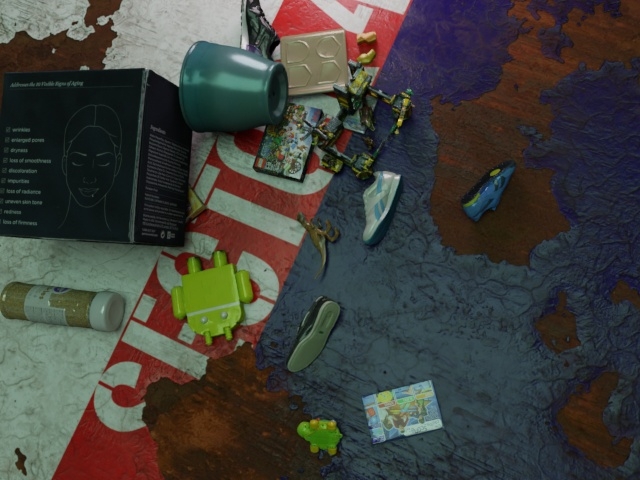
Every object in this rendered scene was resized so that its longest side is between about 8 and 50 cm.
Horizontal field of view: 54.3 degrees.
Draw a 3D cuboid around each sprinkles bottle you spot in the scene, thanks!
[{"bbox_3d":[-0.784,0.200,1.894,0.355,0.121,0.121,5,79,11],"label":"sprinkles bottle"}]

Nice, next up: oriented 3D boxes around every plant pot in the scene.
[{"bbox_3d":[-0.240,-0.443,1.853,0.255,0.271,0.272,9,80,16],"label":"plant pot"}]

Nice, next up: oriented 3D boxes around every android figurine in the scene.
[{"bbox_3d":[-0.320,0.170,1.855,0.248,0.056,0.273,-12,74,7],"label":"android figurine"}]

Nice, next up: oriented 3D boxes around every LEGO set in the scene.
[{"bbox_3d":[0.112,-0.356,1.810,0.255,0.192,0.331,40,87,15],"label":"LEGO set"}]

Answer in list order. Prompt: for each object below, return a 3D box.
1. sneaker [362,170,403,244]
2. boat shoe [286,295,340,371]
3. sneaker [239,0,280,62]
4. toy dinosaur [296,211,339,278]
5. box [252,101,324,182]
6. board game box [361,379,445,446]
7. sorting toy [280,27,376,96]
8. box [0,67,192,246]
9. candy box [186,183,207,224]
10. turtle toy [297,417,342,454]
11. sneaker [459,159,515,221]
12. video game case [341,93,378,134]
[{"bbox_3d":[0.164,-0.094,1.818,0.092,0.087,0.229,17,74,20],"label":"sneaker"},{"bbox_3d":[-0.029,0.266,1.783,0.079,0.084,0.233,31,92,53],"label":"boat shoe"},{"bbox_3d":[-0.187,-0.665,1.999,0.124,0.107,0.283,1,87,5],"label":"sneaker"},{"bbox_3d":[0.000,0.000,1.842,0.112,0.064,0.211,-34,64,20],"label":"toy dinosaur"},{"bbox_3d":[-0.098,-0.307,1.925,0.159,0.044,0.233,14,81,13],"label":"box"},{"bbox_3d":[0.224,0.470,1.703,0.201,0.035,0.136,-15,76,7],"label":"board game box"},{"bbox_3d":[0.027,-0.561,1.966,0.307,0.041,0.229,-5,73,9],"label":"sorting toy"},{"bbox_3d":[-0.655,-0.228,1.825,0.479,0.297,0.472,3,89,17],"label":"box"},{"bbox_3d":[-0.450,-0.140,1.946,0.109,0.053,0.187,-37,76,1],"label":"candy box"},{"bbox_3d":[-0.003,0.527,1.713,0.130,0.066,0.095,2,102,13],"label":"turtle toy"},{"bbox_3d":[0.490,-0.141,1.785,0.209,0.069,0.082,-44,107,-10],"label":"sneaker"},{"bbox_3d":[0.116,-0.394,1.924,0.087,0.011,0.122,19,82,13],"label":"video game case"}]
